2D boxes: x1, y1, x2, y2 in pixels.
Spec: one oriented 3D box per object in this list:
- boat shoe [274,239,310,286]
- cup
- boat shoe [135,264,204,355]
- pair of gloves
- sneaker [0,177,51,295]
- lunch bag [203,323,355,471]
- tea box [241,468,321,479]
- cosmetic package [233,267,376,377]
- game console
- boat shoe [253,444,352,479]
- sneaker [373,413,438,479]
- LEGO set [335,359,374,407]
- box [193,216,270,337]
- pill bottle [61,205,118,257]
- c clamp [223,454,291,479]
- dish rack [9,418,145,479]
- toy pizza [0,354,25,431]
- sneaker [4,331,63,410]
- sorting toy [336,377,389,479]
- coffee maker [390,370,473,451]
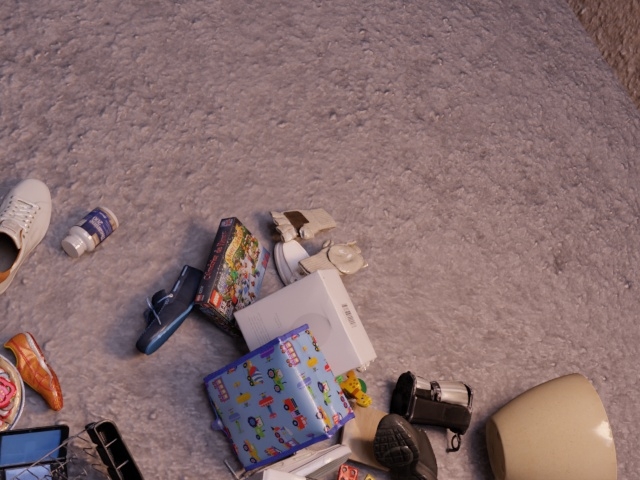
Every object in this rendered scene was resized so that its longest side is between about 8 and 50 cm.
[{"bbox_3d":[-0.016,0.107,1.926,0.098,0.096,0.277,-24,79,-36],"label":"boat shoe"},{"bbox_3d":[0.546,0.508,1.940,0.237,0.331,0.331,-7,67,-3],"label":"cup"},{"bbox_3d":[-0.339,0.151,1.733,0.089,0.109,0.258,36,37,0],"label":"boat shoe"},{"bbox_3d":[0.000,0.000,1.961,0.204,0.042,0.240,-9,50,-41],"label":"pair of gloves"},{"bbox_3d":[-0.627,-0.024,1.630,0.106,0.123,0.290,22,56,-17],"label":"sneaker"},{"bbox_3d":[-0.116,0.341,1.636,0.221,0.293,0.138,63,26,6],"label":"lunch bag"},{"bbox_3d":[-0.042,0.605,1.512,0.323,0.329,0.220,21,57,-21],"label":"tea box"},{"bbox_3d":[-0.033,0.209,1.736,0.224,0.225,0.138,65,16,8],"label":"cosmetic package"},{"bbox_3d":[-0.541,0.424,1.468,0.144,0.085,0.124,0,54,-29],"label":"game console"},{"bbox_3d":[-0.038,0.482,1.705,0.226,0.083,0.076,-17,55,-33],"label":"boat shoe"},{"bbox_3d":[0.199,0.476,1.813,0.130,0.109,0.286,-76,150,-45],"label":"sneaker"},{"bbox_3d":[0.058,0.356,1.802,0.093,0.087,0.227,32,70,36],"label":"LEGO set"},{"bbox_3d":[-0.200,0.085,1.816,0.159,0.044,0.233,50,43,-44],"label":"box"},{"bbox_3d":[-0.507,-0.017,1.727,0.067,0.067,0.120,44,53,-4],"label":"pill bottle"},{"bbox_3d":[-0.112,0.501,1.717,0.161,0.022,0.137,-24,79,-36],"label":"c clamp"},{"bbox_3d":[-0.468,0.482,1.453,0.271,0.074,0.208,-33,106,-37],"label":"dish rack"},{"bbox_3d":[-0.664,0.298,1.480,0.201,0.032,0.201,7,68,-18],"label":"toy pizza"},{"bbox_3d":[-0.567,0.267,1.564,0.067,0.064,0.175,-31,79,-15],"label":"sneaker"},{"bbox_3d":[0.102,0.469,1.840,0.132,0.046,0.274,22,57,-19],"label":"sorting toy"},{"bbox_3d":[0.272,0.416,1.919,0.178,0.120,0.171,12,61,-24],"label":"coffee maker"}]
